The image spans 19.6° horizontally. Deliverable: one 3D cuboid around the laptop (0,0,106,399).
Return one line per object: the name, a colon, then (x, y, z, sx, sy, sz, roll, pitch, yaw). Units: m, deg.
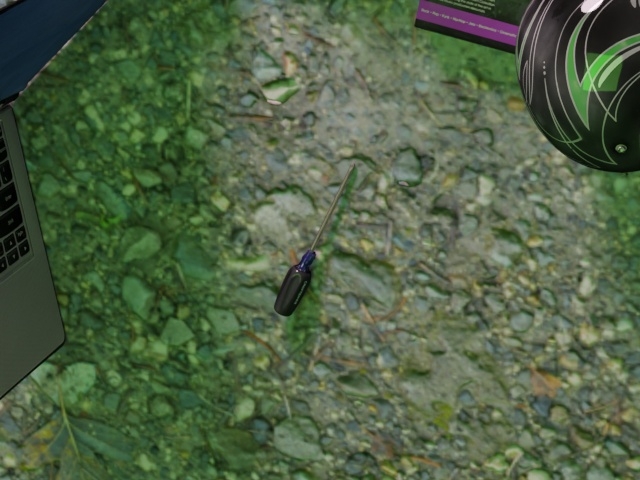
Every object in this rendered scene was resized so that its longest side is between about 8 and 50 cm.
laptop: (-0.259, -0.026, 1.601, 0.236, 0.382, 0.408, -3, 109, 22)

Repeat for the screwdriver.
screwdriver: (0.000, 0.000, 1.725, 0.025, 0.024, 0.170, 22, 113, -22)

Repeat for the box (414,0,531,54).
box: (0.152, -0.243, 1.564, 0.116, 0.029, 0.162, 18, 117, 12)

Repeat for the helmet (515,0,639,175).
helmet: (0.237, -0.144, 1.497, 0.161, 0.169, 0.169, -40, 93, 12)
